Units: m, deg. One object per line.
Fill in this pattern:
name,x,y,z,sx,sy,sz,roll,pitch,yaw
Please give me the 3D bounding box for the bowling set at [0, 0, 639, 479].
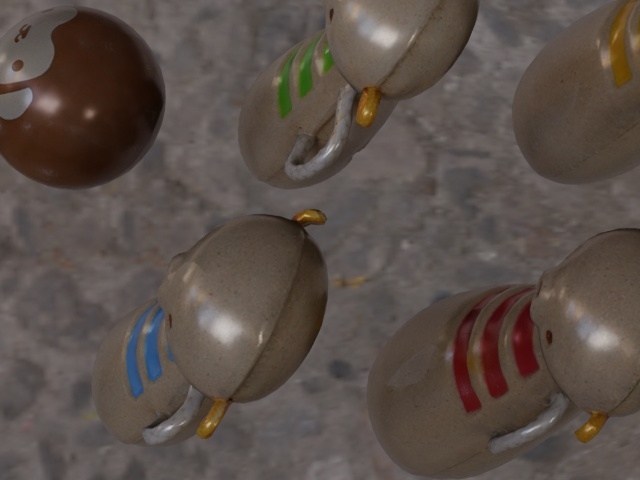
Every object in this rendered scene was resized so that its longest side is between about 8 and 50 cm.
bowling set,0.000,0.000,0.508,0.200,0.154,0.287,27,68,-12
